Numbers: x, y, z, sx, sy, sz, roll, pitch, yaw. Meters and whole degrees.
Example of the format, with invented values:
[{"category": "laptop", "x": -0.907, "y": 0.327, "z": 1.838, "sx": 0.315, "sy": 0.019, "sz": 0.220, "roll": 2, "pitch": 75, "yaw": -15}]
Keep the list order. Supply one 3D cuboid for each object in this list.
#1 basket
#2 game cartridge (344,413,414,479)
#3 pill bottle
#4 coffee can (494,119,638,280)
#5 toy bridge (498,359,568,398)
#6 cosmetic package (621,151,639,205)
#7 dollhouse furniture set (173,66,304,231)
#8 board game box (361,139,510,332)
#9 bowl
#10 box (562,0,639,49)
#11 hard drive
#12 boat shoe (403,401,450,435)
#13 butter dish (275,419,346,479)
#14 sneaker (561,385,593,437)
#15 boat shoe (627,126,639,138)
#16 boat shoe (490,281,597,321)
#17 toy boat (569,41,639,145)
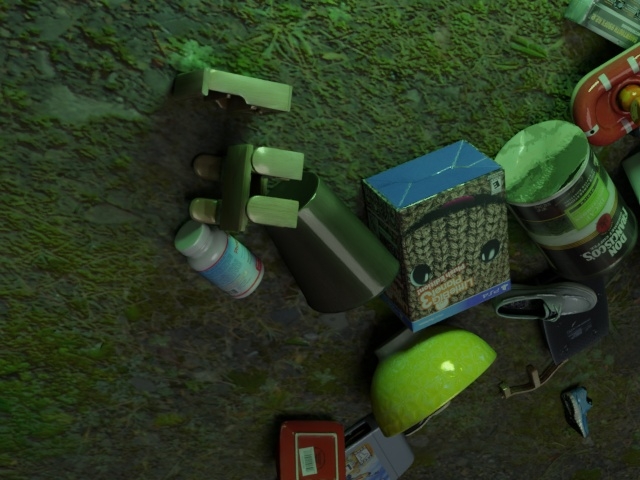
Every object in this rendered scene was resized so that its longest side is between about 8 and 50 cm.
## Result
[{"category": "basket", "x": 0.000, "y": 0.000, "z": 1.729, "sx": 0.204, "sy": 0.154, "sz": 0.227, "roll": -14, "pitch": 129, "yaw": 34}, {"category": "game cartridge", "x": 0.065, "y": 0.519, "z": 2.143, "sx": 0.297, "sy": 0.062, "sz": 0.198, "roll": -34, "pitch": 124, "yaw": -6}, {"category": "pill bottle", "x": -0.180, "y": 0.030, "z": 1.692, "sx": 0.087, "sy": 0.087, "sz": 0.160, "roll": -46, "pitch": 129, "yaw": 4}, {"category": "coffee can", "x": 0.489, "y": -0.076, "z": 1.914, "sx": 0.201, "sy": 0.201, "sz": 0.275, "roll": -44, "pitch": 128, "yaw": 2}, {"category": "toy bridge", "x": 0.507, "y": 0.325, "z": 2.278, "sx": 0.188, "sy": 0.026, "sz": 0.063, "roll": -30, "pitch": 129, "yaw": -9}, {"category": "cosmetic package", "x": 0.900, "y": -0.029, "z": 2.021, "sx": 0.327, "sy": 0.330, "sz": 0.393, "roll": -29, "pitch": 134, "yaw": 23}, {"category": "dollhouse furniture set", "x": -0.149, "y": -0.138, "z": 1.536, "sx": 0.160, "sy": 0.212, "sz": 0.242, "roll": 6, "pitch": 88, "yaw": -33}, {"category": "board game box", "x": 0.229, "y": -0.009, "z": 1.852, "sx": 0.232, "sy": 0.141, "sz": 0.291, "roll": -23, "pitch": 126, "yaw": -15}, {"category": "bowl", "x": 0.200, "y": 0.257, "z": 1.969, "sx": 0.289, "sy": 0.289, "sz": 0.156, "roll": -37, "pitch": 86, "yaw": -4}, {"category": "box", "x": 0.597, "y": -0.464, "z": 1.830, "sx": 0.231, "sy": 0.056, "sz": 0.183, "roll": 15, "pitch": 112, "yaw": -34}, {"category": "hard drive", "x": 0.571, "y": 0.151, "z": 2.189, "sx": 0.172, "sy": 0.054, "sz": 0.255, "roll": -29, "pitch": 127, "yaw": -11}, {"category": "boat shoe", "x": 0.232, "y": 0.389, "z": 2.161, "sx": 0.133, "sy": 0.049, "sz": 0.042, "roll": -43, "pitch": 96, "yaw": 13}, {"category": "butter dish", "x": -0.037, "y": 0.463, "z": 2.020, "sx": 0.159, "sy": 0.118, "sz": 0.160, "roll": 8, "pitch": 72, "yaw": -32}, {"category": "sneaker", "x": 0.658, "y": 0.429, "z": 2.400, "sx": 0.073, "sy": 0.063, "sz": 0.162, "roll": -31, "pitch": 129, "yaw": -12}, {"category": "boat shoe", "x": 0.725, "y": -0.333, "z": 1.955, "sx": 0.114, "sy": 0.091, "sz": 0.303, "roll": 29, "pitch": 102, "yaw": -37}, {"category": "boat shoe", "x": 0.481, "y": 0.141, "z": 2.060, "sx": 0.227, "sy": 0.081, "sz": 0.079, "roll": 1, "pitch": 125, "yaw": 5}, {"category": "toy boat", "x": 0.599, "y": -0.266, "z": 1.832, "sx": 0.231, "sy": 0.151, "sz": 0.151, "roll": -32, "pitch": 121, "yaw": 12}]
